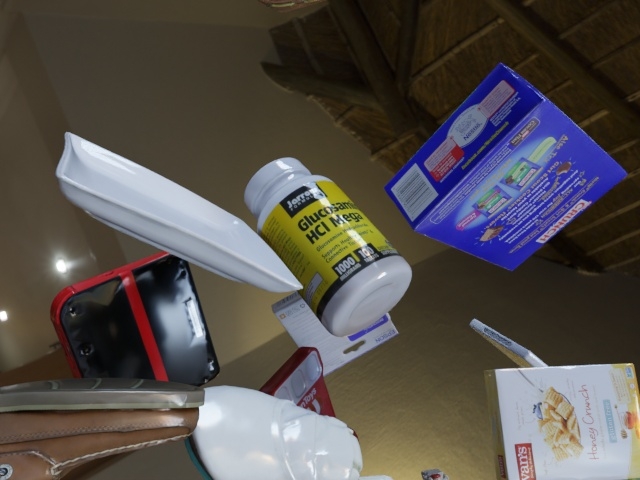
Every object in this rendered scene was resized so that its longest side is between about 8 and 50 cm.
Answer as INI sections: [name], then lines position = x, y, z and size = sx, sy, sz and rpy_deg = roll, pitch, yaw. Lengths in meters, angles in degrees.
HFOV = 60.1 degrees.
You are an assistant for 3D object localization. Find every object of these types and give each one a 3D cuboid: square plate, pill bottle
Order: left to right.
[square plate]
position = -0.227, -0.040, 0.838
size = 0.049, 0.347, 0.344
rpy_deg = -59, -151, 5
[pill bottle]
position = 0.000, 0.000, 1.040
size = 0.334, 0.188, 0.188
rpy_deg = 50, -50, 27

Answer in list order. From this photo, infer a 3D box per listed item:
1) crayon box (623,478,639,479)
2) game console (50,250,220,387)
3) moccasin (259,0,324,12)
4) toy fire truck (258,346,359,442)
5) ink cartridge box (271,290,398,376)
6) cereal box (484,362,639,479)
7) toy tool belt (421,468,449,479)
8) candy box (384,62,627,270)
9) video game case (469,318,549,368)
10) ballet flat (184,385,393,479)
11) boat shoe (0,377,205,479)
[crayon box]
position = 0.604, 0.535, 1.190
size = 0.278, 0.165, 0.081
rpy_deg = -21, -134, 18
[game console]
position = -0.448, 0.249, 1.381
size = 0.060, 0.342, 0.386
rpy_deg = 10, -62, 50
[moccasin]
position = 0.027, -0.595, 1.174
size = 0.380, 0.147, 0.139
rpy_deg = -5, -71, 26
[toy fire truck]
position = -0.070, 0.383, 1.073
size = 0.169, 0.302, 0.253
rpy_deg = -3, -68, 37
[ink cartridge box]
position = 0.035, 0.171, 1.191
size = 0.208, 0.206, 0.045
rpy_deg = 59, 3, -26
[cereal box]
position = 0.382, 0.282, 0.857
size = 0.047, 0.240, 0.173
rpy_deg = 122, -34, -72
[toy tool belt]
position = 0.212, 0.450, 1.011
size = 0.052, 0.083, 0.051
rpy_deg = -8, -105, 3
[candy box]
position = 0.314, -0.100, 0.928
size = 0.268, 0.317, 0.122
rpy_deg = -47, -135, 24
[video game case]
position = 0.412, 0.240, 1.112
size = 0.022, 0.190, 0.173
rpy_deg = -53, -156, -2
[ballet flat]
position = 0.009, 0.276, 0.624
size = 0.139, 0.139, 0.400
rpy_deg = 1, -45, 41
[boat shoe]
position = -0.250, 0.170, 0.448
size = 0.111, 0.307, 0.104
rpy_deg = 146, -56, -71
